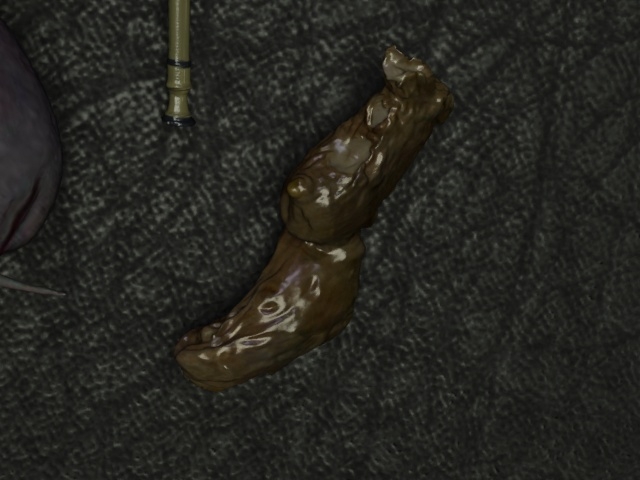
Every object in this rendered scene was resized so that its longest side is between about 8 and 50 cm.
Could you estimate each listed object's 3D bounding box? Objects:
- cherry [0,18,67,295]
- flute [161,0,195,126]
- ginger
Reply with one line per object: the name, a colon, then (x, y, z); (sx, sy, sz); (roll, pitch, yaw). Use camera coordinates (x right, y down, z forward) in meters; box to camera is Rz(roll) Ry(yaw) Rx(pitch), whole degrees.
cherry: (-0.283, -0.066, 0.958); (0.213, 0.183, 0.266); (-16, 85, -13)
flute: (-0.100, -0.196, 1.021); (0.027, 0.027, 0.233); (0, 107, -7)
ginger: (0.002, -0.002, 1.047); (0.084, 0.122, 0.290); (36, 97, 21)
